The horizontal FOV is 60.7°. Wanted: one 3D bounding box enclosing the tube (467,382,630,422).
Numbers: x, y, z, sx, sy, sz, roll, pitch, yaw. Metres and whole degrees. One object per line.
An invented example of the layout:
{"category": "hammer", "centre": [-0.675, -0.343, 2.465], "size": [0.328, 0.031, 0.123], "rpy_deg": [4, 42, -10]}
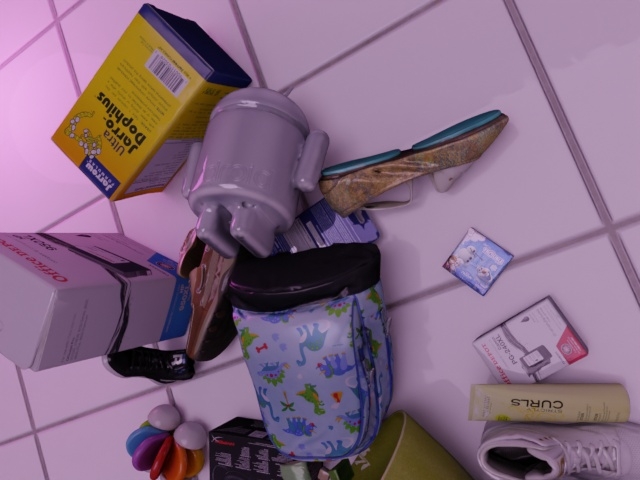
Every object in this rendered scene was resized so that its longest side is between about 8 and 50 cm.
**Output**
{"category": "tube", "centre": [0.362, 0.263, 0.882], "size": [0.241, 0.062, 0.069], "rpy_deg": [-1, 84, 7]}

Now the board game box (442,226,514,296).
{"category": "board game box", "centre": [0.281, 0.038, 0.980], "size": [0.090, 0.020, 0.090], "rpy_deg": [38, 104, 20]}

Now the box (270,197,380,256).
{"category": "box", "centre": [0.000, 0.000, 1.096], "size": [0.225, 0.036, 0.136], "rpy_deg": [-34, 76, 15]}

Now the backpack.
{"category": "backpack", "centre": [-0.003, 0.215, 0.994], "size": [0.291, 0.273, 0.355], "rpy_deg": [-7, 116, 16]}

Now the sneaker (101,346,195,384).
{"category": "sneaker", "centre": [-0.355, 0.257, 1.190], "size": [0.121, 0.217, 0.079], "rpy_deg": [-17, 62, 20]}

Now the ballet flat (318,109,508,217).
{"category": "ballet flat", "centre": [0.170, -0.125, 0.983], "size": [0.349, 0.123, 0.123], "rpy_deg": [-18, 83, 16]}

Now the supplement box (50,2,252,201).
{"category": "supplement box", "centre": [-0.355, -0.280, 1.161], "size": [0.195, 0.194, 0.356], "rpy_deg": [45, 108, 3]}

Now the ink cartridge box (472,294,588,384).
{"category": "ink cartridge box", "centre": [0.351, 0.179, 0.925], "size": [0.151, 0.063, 0.109], "rpy_deg": [-38, 75, 21]}

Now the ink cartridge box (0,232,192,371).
{"category": "ink cartridge box", "centre": [-0.493, 0.104, 1.142], "size": [0.286, 0.395, 0.166], "rpy_deg": [23, 100, 23]}

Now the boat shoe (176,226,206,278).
{"category": "boat shoe", "centre": [-0.287, 0.026, 1.215], "size": [0.045, 0.050, 0.135], "rpy_deg": [-11, 47, 37]}

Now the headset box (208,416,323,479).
{"category": "headset box", "centre": [-0.110, 0.533, 1.122], "size": [0.218, 0.110, 0.292], "rpy_deg": [-2, 90, 25]}

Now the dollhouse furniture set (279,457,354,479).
{"category": "dollhouse furniture set", "centre": [-0.017, 0.436, 0.982], "size": [0.152, 0.059, 0.076], "rpy_deg": [-23, 82, 25]}

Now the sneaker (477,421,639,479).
{"category": "sneaker", "centre": [0.394, 0.344, 0.850], "size": [0.293, 0.169, 0.107], "rpy_deg": [-4, 87, 24]}

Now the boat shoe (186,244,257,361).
{"category": "boat shoe", "centre": [-0.217, 0.094, 1.173], "size": [0.120, 0.123, 0.323], "rpy_deg": [22, 92, 29]}

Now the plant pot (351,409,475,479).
{"category": "plant pot", "centre": [0.187, 0.488, 0.917], "size": [0.294, 0.275, 0.274], "rpy_deg": [34, 105, 5]}

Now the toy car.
{"category": "toy car", "centre": [-0.355, 0.473, 1.223], "size": [0.182, 0.136, 0.159], "rpy_deg": [25, 101, 23]}

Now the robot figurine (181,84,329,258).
{"category": "robot figurine", "centre": [-0.129, -0.143, 1.042], "size": [0.300, 0.199, 0.353], "rpy_deg": [-1, 64, 19]}
